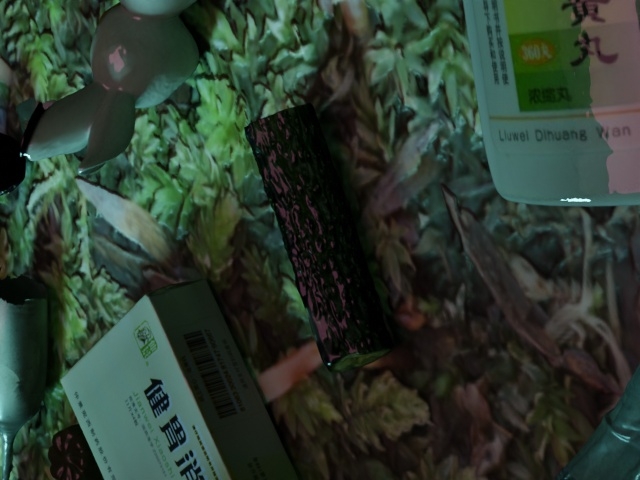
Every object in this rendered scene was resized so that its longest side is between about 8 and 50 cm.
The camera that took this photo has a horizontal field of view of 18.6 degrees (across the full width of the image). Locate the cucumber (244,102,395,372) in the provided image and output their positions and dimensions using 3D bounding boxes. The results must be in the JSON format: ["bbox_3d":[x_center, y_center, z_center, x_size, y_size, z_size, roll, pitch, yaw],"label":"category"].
[{"bbox_3d":[0.001,0.000,1.365,0.058,0.058,0.187,-21,87,52],"label":"cucumber"}]

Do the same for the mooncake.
[{"bbox_3d":[-0.210,0.046,1.650,0.150,0.057,0.347,-7,103,39],"label":"mooncake"}]

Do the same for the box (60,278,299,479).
[{"bbox_3d":[-0.099,0.183,1.541,0.175,0.062,0.260,-42,69,49],"label":"box"}]

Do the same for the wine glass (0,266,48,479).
[{"bbox_3d":[-0.279,0.149,1.752,0.074,0.074,0.262,32,124,41],"label":"wine glass"}]

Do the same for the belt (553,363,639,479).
[{"bbox_3d":[0.204,0.121,1.138,0.087,0.072,0.302,55,140,30],"label":"belt"}]

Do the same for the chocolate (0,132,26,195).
[{"bbox_3d":[-0.310,-0.038,1.733,0.147,0.070,0.072,-45,39,48],"label":"chocolate"}]

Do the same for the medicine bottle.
[{"bbox_3d":[0.152,-0.186,1.059,0.179,0.124,0.324,2,102,51],"label":"medicine bottle"}]

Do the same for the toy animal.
[{"bbox_3d":[-0.152,-0.142,1.455,0.131,0.127,0.182,33,115,33],"label":"toy animal"}]
